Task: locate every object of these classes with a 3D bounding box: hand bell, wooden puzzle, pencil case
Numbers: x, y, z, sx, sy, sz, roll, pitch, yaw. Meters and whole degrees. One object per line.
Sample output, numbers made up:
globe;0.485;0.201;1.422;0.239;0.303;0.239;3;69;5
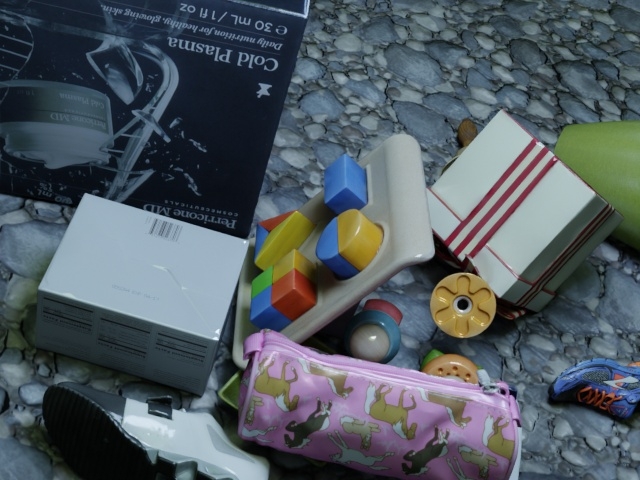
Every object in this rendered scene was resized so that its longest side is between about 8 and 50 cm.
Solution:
hand bell;0.286;-0.172;2.072;0.126;0.126;0.242;14;34;-4
wooden puzzle;0.000;0.000;1.639;0.080;0.347;0.322;44;26;-28
pencil case;0.074;0.232;1.478;0.385;0.160;0.167;11;82;3

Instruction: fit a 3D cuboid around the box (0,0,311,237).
box;-0.290;-0.301;1.738;0.479;0.472;0.297;11;47;-8

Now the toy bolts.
toy bolts;0.150;0.147;1.627;0.228;0.218;0.158;17;7;6

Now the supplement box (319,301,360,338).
supplement box;0.040;0.025;1.775;0.073;0.130;0.239;16;46;-4

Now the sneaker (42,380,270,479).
sneaker;-0.221;0.278;1.485;0.330;0.123;0.146;28;28;11

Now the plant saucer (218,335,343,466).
plant saucer;-0.029;0.234;1.617;0.188;0.045;0.188;32;48;14

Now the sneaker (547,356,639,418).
sneaker;0.471;0.242;1.744;0.221;0.083;0.087;1;53;-14

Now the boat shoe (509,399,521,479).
boat shoe;0.233;0.326;1.586;0.088;0.096;0.268;17;53;-7

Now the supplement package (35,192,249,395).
supplement package;-0.263;0.079;1.620;0.261;0.145;0.204;17;46;-2

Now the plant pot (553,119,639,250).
plant pot;0.579;-0.110;2.009;0.293;0.275;0.275;17;43;22

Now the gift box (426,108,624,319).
gift box;0.304;-0.042;1.797;0.255;0.258;0.276;48;15;31
